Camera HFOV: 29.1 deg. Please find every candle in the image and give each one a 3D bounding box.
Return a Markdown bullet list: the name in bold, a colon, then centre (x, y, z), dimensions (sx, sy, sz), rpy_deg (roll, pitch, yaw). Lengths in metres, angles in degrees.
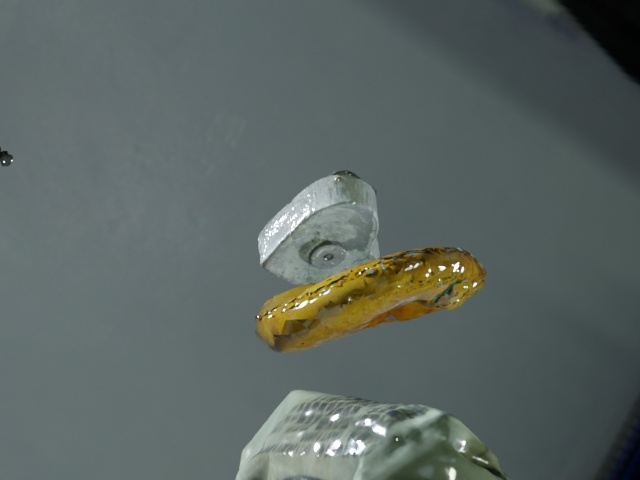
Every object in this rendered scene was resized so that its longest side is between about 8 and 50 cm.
- **candle**: centre (0.000, 0.000, 1.662), dimensions (0.068, 0.169, 0.192), rpy_deg (-99, 180, -46)

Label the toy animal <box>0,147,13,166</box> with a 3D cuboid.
- **toy animal**: centre (-0.418, -0.077, 1.378), dimensions (0.065, 0.136, 0.047), rpy_deg (25, -36, 41)

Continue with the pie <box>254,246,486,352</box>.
- **pie**: centre (0.052, 0.060, 1.281), dimensions (0.274, 0.069, 0.273), rpy_deg (-15, -4, -1)

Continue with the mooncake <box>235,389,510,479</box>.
- **mooncake**: centre (0.066, 0.231, 0.912), dimensions (0.250, 0.136, 0.254), rpy_deg (49, -25, -12)
